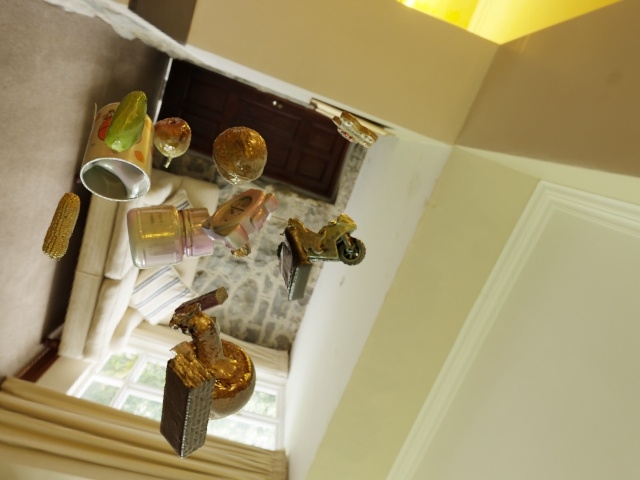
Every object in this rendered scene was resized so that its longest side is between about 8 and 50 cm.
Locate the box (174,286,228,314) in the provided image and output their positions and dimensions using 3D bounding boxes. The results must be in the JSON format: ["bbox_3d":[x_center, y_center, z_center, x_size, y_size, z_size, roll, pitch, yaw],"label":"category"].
[{"bbox_3d":[-0.545,0.290,1.889,0.120,0.224,0.069,-62,129,-74],"label":"box"}]

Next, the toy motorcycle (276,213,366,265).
[{"bbox_3d":[0.000,0.000,1.846,0.169,0.410,0.236,43,47,-70],"label":"toy motorcycle"}]

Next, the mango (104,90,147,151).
[{"bbox_3d":[-0.483,-0.301,1.042,0.091,0.074,0.165,18,-101,48],"label":"mango"}]

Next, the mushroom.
[{"bbox_3d":[-0.373,0.423,1.453,0.331,0.334,0.356,92,16,-84],"label":"mushroom"}]

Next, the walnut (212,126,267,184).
[{"bbox_3d":[-0.312,-0.328,1.613,0.228,0.228,0.227,-162,-90,-81],"label":"walnut"}]

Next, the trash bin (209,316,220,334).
[{"bbox_3d":[-0.454,0.355,1.713,0.092,0.061,0.043,94,-9,-48],"label":"trash bin"}]

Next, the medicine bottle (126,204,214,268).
[{"bbox_3d":[-0.595,-0.022,1.640,0.241,0.302,0.241,173,-90,-68],"label":"medicine bottle"}]

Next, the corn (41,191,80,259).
[{"bbox_3d":[-1.156,-0.070,1.847,0.102,0.102,0.312,-158,-90,-81],"label":"corn"}]

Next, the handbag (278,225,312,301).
[{"bbox_3d":[-0.104,0.095,1.650,0.246,0.080,0.223,106,-27,-43],"label":"handbag"}]

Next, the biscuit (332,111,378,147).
[{"bbox_3d":[0.104,-0.353,1.349,0.035,0.158,0.240,-54,-171,1],"label":"biscuit"}]

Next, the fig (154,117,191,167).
[{"bbox_3d":[-0.654,-0.411,1.788,0.257,0.159,0.159,-54,-161,44],"label":"fig"}]

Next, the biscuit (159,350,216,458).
[{"bbox_3d":[-0.316,0.383,0.967,0.070,0.106,0.252,-16,128,-48],"label":"biscuit"}]

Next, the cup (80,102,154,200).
[{"bbox_3d":[-0.705,-0.326,1.459,0.212,0.212,0.317,119,-32,-49],"label":"cup"}]

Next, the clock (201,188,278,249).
[{"bbox_3d":[-0.284,-0.087,1.471,0.248,0.090,0.228,-44,-144,-22],"label":"clock"}]

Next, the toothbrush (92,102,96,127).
[{"bbox_3d":[-1.087,-0.567,1.979,0.019,0.013,0.193,9,81,-69],"label":"toothbrush"}]

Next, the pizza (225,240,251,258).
[{"bbox_3d":[-0.465,-0.031,2.247,0.409,0.114,0.277,76,-6,-84],"label":"pizza"}]

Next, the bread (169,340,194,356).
[{"bbox_3d":[-0.443,0.349,1.325,0.103,0.049,0.062,70,17,-46],"label":"bread"}]
